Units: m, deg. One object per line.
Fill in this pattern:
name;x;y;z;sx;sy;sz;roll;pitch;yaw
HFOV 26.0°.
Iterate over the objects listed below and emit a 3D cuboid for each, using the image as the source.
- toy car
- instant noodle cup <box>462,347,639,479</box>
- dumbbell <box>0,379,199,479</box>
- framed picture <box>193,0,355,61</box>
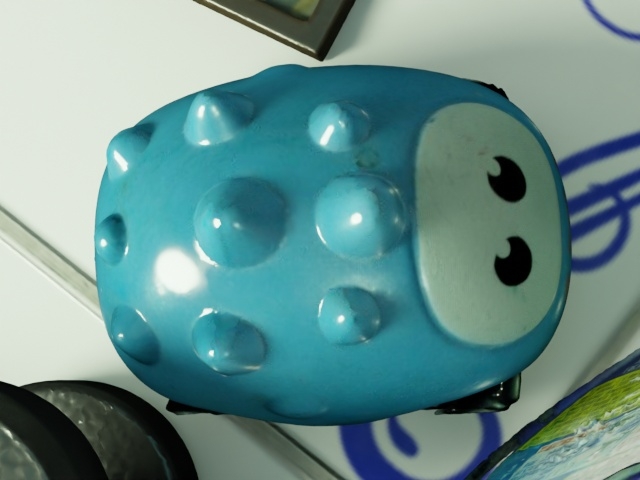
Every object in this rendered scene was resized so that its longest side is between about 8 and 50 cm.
toy car;0.000;0.000;0.705;0.255;0.190;0.188;-1;83;7
instant noodle cup;0.248;0.187;0.624;0.284;0.284;0.312;-32;88;5
dumbbell;-0.155;0.146;0.699;0.152;0.218;0.152;-1;83;9
framed picture;-0.045;-0.198;0.814;0.168;0.023;0.128;27;89;10
